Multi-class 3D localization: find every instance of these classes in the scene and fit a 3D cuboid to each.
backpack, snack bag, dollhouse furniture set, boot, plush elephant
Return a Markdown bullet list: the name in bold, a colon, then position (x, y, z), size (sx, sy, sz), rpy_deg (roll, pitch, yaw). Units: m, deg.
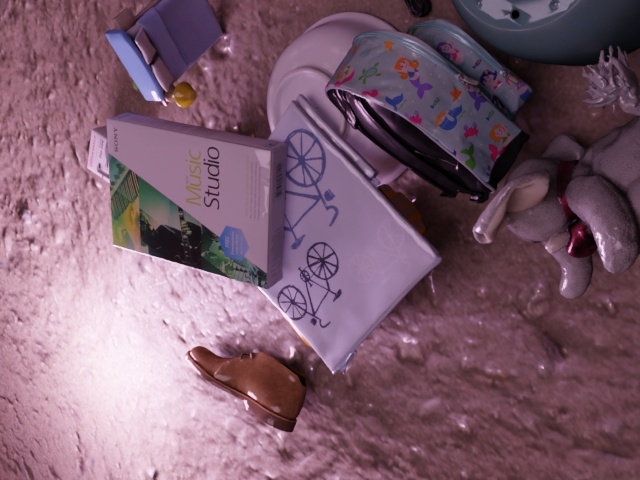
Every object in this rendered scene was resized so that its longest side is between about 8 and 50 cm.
- **backpack**: position (0.141, -0.188, 1.010), size (0.253, 0.225, 0.191), rpy_deg (26, 92, -18)
- **snack bag**: position (0.000, 0.000, 1.173), size (0.342, 0.037, 0.323), rpy_deg (47, 127, 14)
- **dollhouse furniture set**: position (-0.201, -0.414, 1.238), size (0.198, 0.286, 0.303), rpy_deg (12, 141, 38)
- **boot**: position (-0.150, 0.270, 1.523), size (0.305, 0.112, 0.115), rpy_deg (23, 88, 33)
- **plush elephant**: position (0.342, -0.036, 0.938), size (0.255, 0.271, 0.330), rpy_deg (-33, 86, 48)

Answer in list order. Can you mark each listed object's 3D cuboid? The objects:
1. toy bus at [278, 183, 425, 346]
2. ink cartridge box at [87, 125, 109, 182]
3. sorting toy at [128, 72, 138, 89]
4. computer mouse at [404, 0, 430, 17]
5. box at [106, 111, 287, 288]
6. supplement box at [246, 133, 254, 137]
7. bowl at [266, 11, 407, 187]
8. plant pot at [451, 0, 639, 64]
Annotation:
- **toy bus**: position (0.053, 0.045, 1.254), size (0.108, 0.130, 0.333), rpy_deg (50, 127, 14)
- **ink cartridge box**: position (-0.429, -0.171, 1.583), size (0.135, 0.056, 0.099), rpy_deg (31, 122, 24)
- **sorting toy**: position (-0.370, -0.348, 1.509), size (0.062, 0.012, 0.083), rpy_deg (1, 105, 36)
- **computer mouse**: position (0.169, -0.426, 1.070), size (0.106, 0.042, 0.193), rpy_deg (56, 134, 13)
- **box**: position (-0.207, -0.069, 1.216), size (0.321, 0.058, 0.233), rpy_deg (14, 114, 25)
- **supplement box**: position (-0.200, -0.126, 1.346), size (0.104, 0.188, 0.081), rpy_deg (-18, 95, 39)
- **bowl**: position (0.015, -0.212, 1.196), size (0.297, 0.134, 0.298), rpy_deg (12, 112, 33)
- **plant pot**: position (0.281, -0.349, 0.888), size (0.292, 0.235, 0.293), rpy_deg (12, 111, 33)
